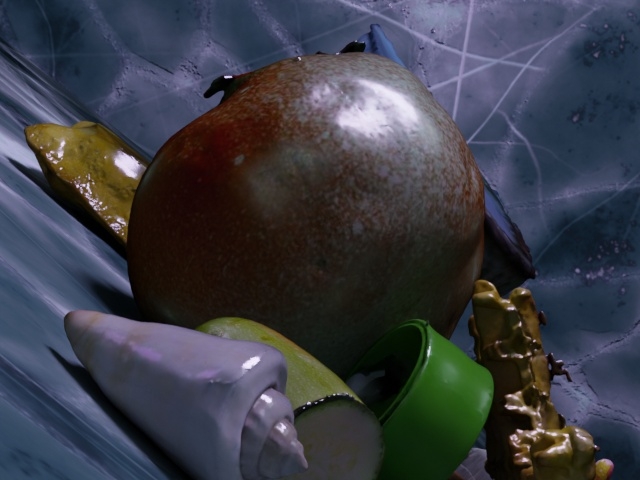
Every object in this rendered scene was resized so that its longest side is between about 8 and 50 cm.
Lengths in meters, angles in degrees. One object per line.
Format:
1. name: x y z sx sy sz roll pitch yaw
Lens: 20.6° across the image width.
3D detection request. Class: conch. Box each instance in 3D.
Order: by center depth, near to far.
1. conch: -0.081 0.099 1.052 0.176 0.094 0.104 11 4 24

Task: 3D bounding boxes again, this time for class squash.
1. squash: -0.037 0.105 1.190 0.095 0.095 0.188 37 2 -35

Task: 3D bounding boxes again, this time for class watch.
1. watch: 0.065 0.146 1.306 0.131 0.152 0.165 40 0 -14

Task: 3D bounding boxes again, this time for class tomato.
1. tomato: 0.000 0.000 1.454 0.239 0.303 0.303 53 9 29

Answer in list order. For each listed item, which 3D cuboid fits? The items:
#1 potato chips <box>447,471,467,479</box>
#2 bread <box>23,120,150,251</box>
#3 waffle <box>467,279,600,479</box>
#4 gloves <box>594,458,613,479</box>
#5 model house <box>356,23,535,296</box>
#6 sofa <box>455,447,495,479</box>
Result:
1. potato chips: 0.111 0.232 1.508 0.208 0.062 0.195 36 0 -6
2. bread: -0.197 -0.043 1.800 0.233 0.088 0.161 41 -3 8
3. waffle: 0.174 0.189 1.351 0.293 0.069 0.260 -101 -178 -58
4. gloves: 0.300 0.323 2.126 0.241 0.126 0.145 43 28 28
5. model house: 0.014 -0.011 1.946 0.297 0.339 0.360 55 8 -15
6. sofa: 0.258 0.268 1.649 0.210 0.176 0.225 37 3 -43
